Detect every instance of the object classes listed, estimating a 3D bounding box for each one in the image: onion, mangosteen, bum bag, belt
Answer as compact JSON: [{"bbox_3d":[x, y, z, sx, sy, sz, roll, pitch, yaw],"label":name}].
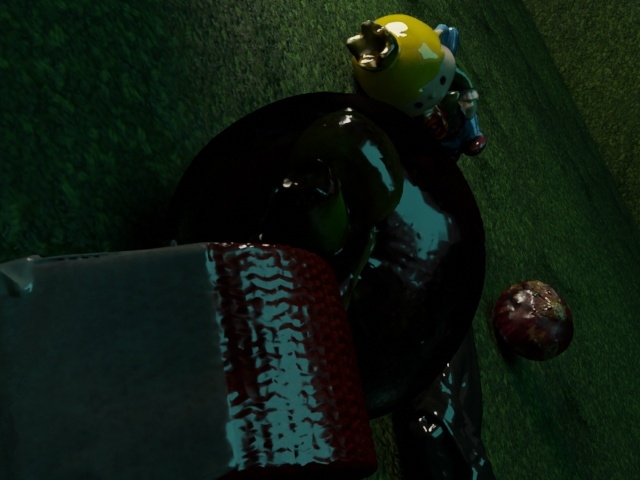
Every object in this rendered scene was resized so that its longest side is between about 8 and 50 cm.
[{"bbox_3d":[0.271,0.105,1.142,0.107,0.097,0.107,7,53,-9],"label":"onion"},{"bbox_3d":[0.004,-0.001,0.568,0.216,0.216,0.216,44,32,-37],"label":"mangosteen"},{"bbox_3d":[0.108,0.111,0.842,0.142,0.079,0.326,55,23,-37],"label":"bum bag"},{"bbox_3d":[-0.082,0.061,0.394,0.128,0.200,0.124,108,-27,-67],"label":"belt"}]

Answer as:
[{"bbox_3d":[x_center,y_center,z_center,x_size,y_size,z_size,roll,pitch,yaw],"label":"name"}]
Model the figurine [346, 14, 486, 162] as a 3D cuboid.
[{"bbox_3d":[0.123,-0.180,1.095,0.234,0.127,0.185,-2,76,-74],"label":"figurine"}]
